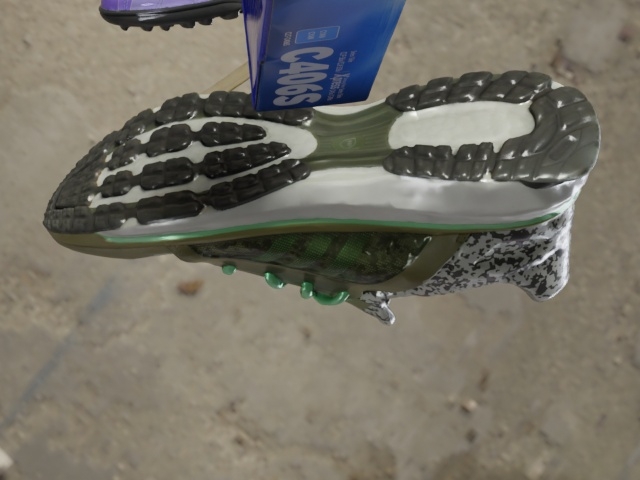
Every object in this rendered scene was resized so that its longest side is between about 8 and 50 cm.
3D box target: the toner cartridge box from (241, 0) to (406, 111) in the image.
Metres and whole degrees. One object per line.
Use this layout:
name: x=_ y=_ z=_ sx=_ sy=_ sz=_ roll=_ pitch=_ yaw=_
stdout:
toner cartridge box: x=-0.002 y=-0.189 z=0.843 sx=0.075 sy=0.165 sz=0.348 roll=-7 pitch=171 yaw=-5

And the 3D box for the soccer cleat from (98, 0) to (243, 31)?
soccer cleat: x=-0.033 y=-0.250 z=1.260 sx=0.318 sy=0.108 sz=0.116 roll=-15 pitch=114 yaw=13

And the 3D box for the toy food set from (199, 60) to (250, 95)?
toy food set: x=-0.070 y=-0.078 z=1.421 sx=0.132 sy=0.192 sz=0.038 roll=-33 pitch=124 yaw=9

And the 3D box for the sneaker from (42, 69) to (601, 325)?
sneaker: x=0.000 y=0.000 z=1.181 sx=0.158 sy=0.410 sz=0.182 roll=-74 pitch=157 yaw=-50
